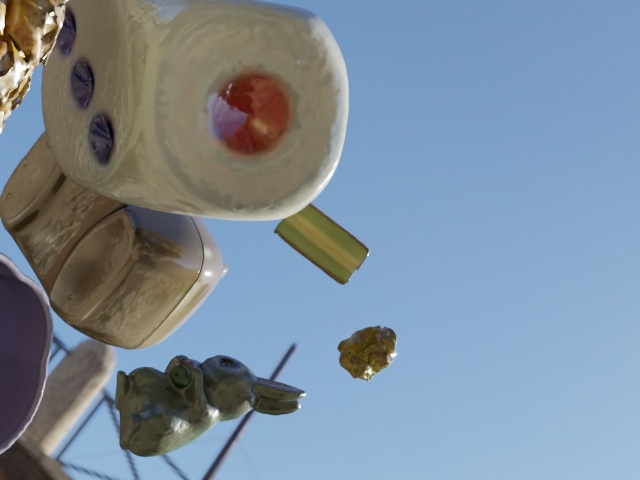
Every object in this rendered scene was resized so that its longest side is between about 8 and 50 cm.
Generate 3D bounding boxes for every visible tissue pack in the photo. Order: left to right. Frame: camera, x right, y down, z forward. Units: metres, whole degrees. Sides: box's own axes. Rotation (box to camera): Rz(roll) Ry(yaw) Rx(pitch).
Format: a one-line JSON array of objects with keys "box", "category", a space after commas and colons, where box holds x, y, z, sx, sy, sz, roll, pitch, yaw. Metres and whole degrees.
[{"box": [-0.346, -0.007, 1.899, 0.277, 0.267, 0.387, 26, 19, -53], "category": "tissue pack"}]

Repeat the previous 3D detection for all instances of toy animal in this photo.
[{"box": [-0.151, 0.213, 1.509, 0.127, 0.251, 0.125, 150, -69, -64], "category": "toy animal"}]

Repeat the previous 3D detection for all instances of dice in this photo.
[{"box": [-0.166, -0.186, 1.433, 0.304, 0.304, 0.277, 23, -71, 52], "category": "dice"}]

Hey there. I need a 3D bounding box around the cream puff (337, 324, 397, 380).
[{"box": [0.069, 0.155, 1.547, 0.083, 0.083, 0.058, 4, -36, 48], "category": "cream puff"}]

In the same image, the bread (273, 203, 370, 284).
[{"box": [-0.004, -0.003, 1.683, 0.139, 0.074, 0.084, 36, -1, -13], "category": "bread"}]

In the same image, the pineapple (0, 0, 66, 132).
[{"box": [-0.416, -0.251, 1.104, 0.300, 0.353, 0.352, 23, -28, -24], "category": "pineapple"}]

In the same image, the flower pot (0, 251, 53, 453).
[{"box": [-0.475, 0.116, 1.258, 0.243, 0.265, 0.265, 13, -40, 36], "category": "flower pot"}]
